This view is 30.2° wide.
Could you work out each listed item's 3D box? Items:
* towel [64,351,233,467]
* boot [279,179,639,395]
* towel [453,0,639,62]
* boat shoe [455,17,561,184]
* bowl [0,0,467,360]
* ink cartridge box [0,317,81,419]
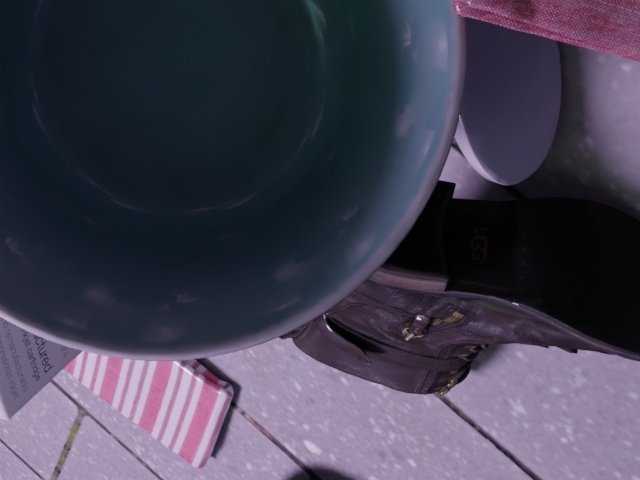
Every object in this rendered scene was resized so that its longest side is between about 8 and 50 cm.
[{"bbox_3d":[-0.175,0.131,1.177,0.197,0.029,0.144,35,139,10],"label":"towel"},{"bbox_3d":[0.106,0.053,0.814,0.262,0.091,0.229,17,153,2],"label":"boot"},{"bbox_3d":[0.212,-0.191,0.472,0.237,0.037,0.329,15,136,-5],"label":"towel"},{"bbox_3d":[0.073,-0.140,0.692,0.076,0.080,0.229,27,147,57],"label":"boat shoe"},{"bbox_3d":[-0.085,-0.100,0.665,0.311,0.311,0.163,51,180,-6],"label":"bowl"},{"bbox_3d":[-0.192,-0.043,0.849,0.114,0.273,0.198,18,134,27],"label":"ink cartridge box"}]
